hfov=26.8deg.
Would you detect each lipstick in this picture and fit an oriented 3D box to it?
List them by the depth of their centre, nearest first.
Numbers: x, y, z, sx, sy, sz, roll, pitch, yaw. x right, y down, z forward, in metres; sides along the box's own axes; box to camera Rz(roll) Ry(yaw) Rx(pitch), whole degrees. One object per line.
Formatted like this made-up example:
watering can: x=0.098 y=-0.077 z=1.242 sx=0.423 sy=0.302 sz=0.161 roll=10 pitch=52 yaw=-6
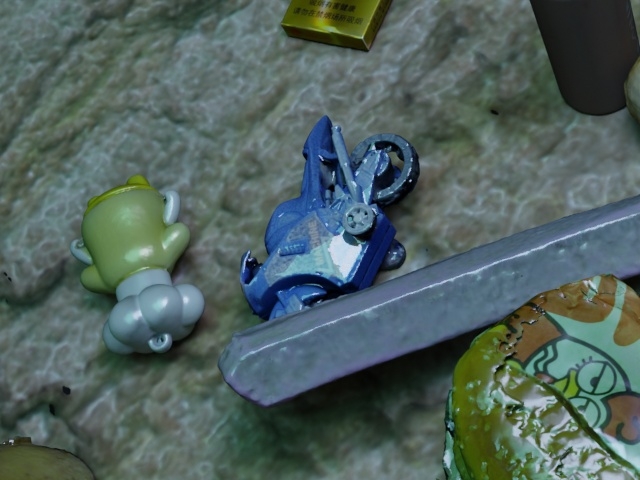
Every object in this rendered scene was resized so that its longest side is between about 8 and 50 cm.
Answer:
lipstick: x=0.184 y=-0.184 z=0.965 sx=0.070 sy=0.254 sz=0.070 roll=-9 pitch=62 yaw=17

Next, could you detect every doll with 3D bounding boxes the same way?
doll: x=-0.150 y=0.022 z=1.104 sx=0.106 sy=0.062 sz=0.162 roll=-27 pitch=58 yaw=11

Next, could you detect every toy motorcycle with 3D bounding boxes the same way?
toy motorcycle: x=0.000 y=0.000 z=1.053 sx=0.114 sy=0.076 sz=0.205 roll=17 pitch=75 yaw=31

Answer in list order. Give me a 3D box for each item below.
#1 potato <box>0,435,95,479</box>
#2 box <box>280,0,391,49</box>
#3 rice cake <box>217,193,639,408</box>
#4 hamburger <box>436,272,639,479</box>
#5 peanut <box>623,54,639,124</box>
potato: x=-0.299 y=0.273 z=1.011 sx=0.299 sy=0.116 sz=0.239 roll=-33 pitch=62 yaw=5
box: x=0.033 y=-0.244 z=1.191 sx=0.089 sy=0.022 sz=0.156 roll=17 pitch=72 yaw=27
rice cake: x=0.099 y=0.041 z=0.967 sx=0.364 sy=0.073 sz=0.056 roll=-19 pitch=99 yaw=0
hamburger: x=0.161 y=0.145 z=0.882 sx=0.235 sy=0.125 sz=0.214 roll=-22 pitch=48 yaw=-7
peanut: x=0.316 y=-0.088 z=0.966 sx=0.206 sy=0.087 sz=0.087 roll=24 pitch=75 yaw=30
